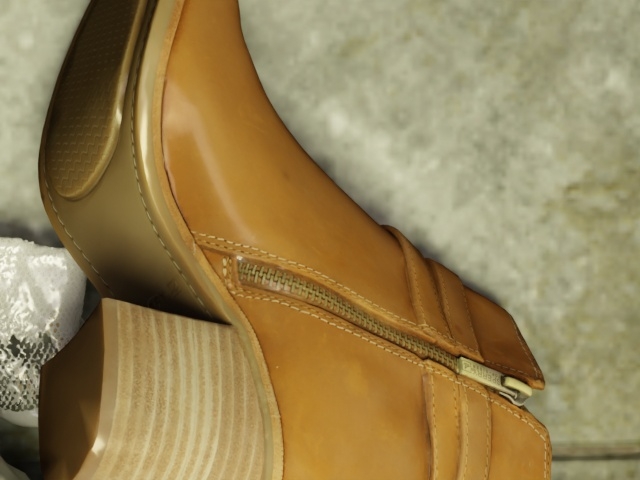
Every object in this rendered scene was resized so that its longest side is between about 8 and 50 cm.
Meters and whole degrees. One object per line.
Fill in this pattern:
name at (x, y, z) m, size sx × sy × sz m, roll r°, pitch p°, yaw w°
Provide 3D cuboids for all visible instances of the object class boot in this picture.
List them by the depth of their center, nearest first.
boot at (0.000, 0.000, 0.715) m, size 0.220 × 0.109 × 0.283 m, roll 16°, pitch 53°, yaw -29°

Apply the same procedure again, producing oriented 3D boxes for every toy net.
toy net at (-0.083, 0.089, 0.747) m, size 0.232 × 0.045 × 0.122 m, roll 37°, pitch 90°, yaw -6°

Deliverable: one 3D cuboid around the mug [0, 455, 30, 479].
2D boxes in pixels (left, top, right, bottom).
mug at (-0.242, 0.205, 0.574) m, size 0.328 × 0.276 × 0.374 m, roll 47°, pitch 68°, yaw -18°
